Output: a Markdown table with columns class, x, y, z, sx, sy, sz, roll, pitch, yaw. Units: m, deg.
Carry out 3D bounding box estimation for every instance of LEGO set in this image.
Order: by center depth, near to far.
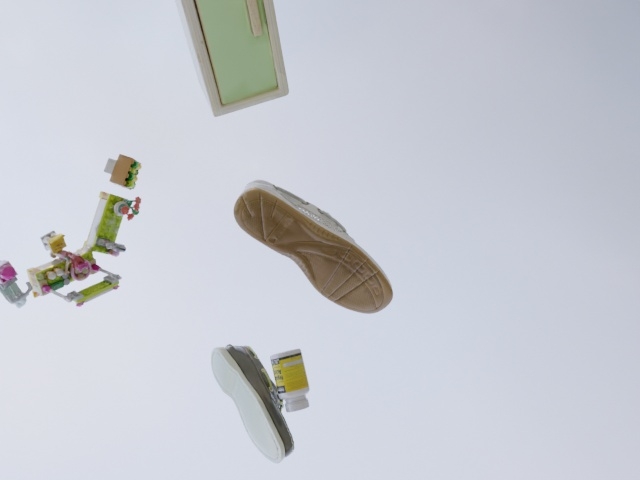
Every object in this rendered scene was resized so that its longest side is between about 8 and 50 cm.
| class | x | y | z | sx | sy | sz | roll | pitch | yaw |
| --- | --- | --- | --- | --- | --- | --- | --- | --- | --- |
| LEGO set | -0.332 | 0.002 | 0.935 | 0.107 | 0.132 | 0.287 | 16 | -128 | 36 |

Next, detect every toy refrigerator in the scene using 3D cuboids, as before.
| class | x | y | z | sx | sy | sz | roll | pitch | yaw |
| --- | --- | --- | --- | --- | --- | --- | --- | --- | --- |
| toy refrigerator | -0.113 | -0.283 | 0.715 | 0.102 | 0.269 | 0.094 | -19 | -134 | -10 |

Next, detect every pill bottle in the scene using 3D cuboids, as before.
| class | x | y | z | sx | sy | sz | roll | pitch | yaw |
| --- | --- | --- | --- | --- | --- | --- | --- | --- | --- |
| pill bottle | -0.057 | 0.277 | 1.254 | 0.065 | 0.065 | 0.116 | -7 | -101 | -41 |

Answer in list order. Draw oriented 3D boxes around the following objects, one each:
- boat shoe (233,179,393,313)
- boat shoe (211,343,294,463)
| class | x | y | z | sx | sy | sz | roll | pitch | yaw |
| --- | --- | --- | --- | --- | --- | --- | --- | --- | --- |
| boat shoe | 0.000 | 0.000 | 0.942 | 0.277 | 0.098 | 0.096 | 40 | -155 | -15 |
| boat shoe | -0.130 | 0.331 | 1.333 | 0.091 | 0.109 | 0.305 | -7 | -142 | -35 |
